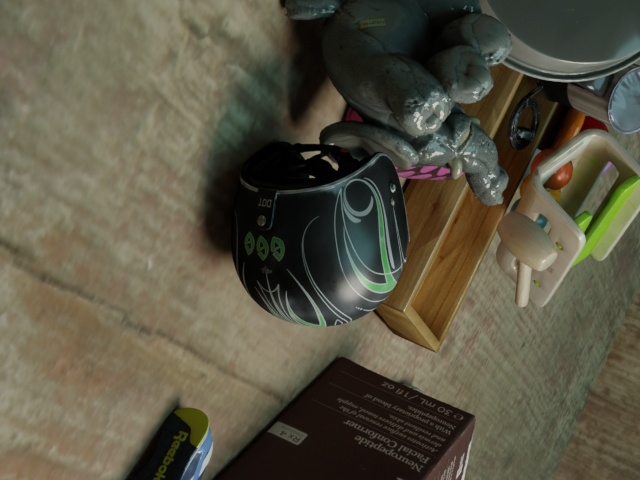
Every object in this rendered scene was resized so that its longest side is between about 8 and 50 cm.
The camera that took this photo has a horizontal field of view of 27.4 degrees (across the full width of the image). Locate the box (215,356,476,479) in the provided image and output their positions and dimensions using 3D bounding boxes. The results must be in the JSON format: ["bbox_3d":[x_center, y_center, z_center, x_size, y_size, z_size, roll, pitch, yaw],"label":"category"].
[{"bbox_3d":[0.000,0.302,1.440,0.381,0.191,0.143,-42,147,-47],"label":"box"}]

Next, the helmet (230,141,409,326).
[{"bbox_3d":[0.000,0.000,1.192,0.169,0.169,0.161,-40,129,-48],"label":"helmet"}]

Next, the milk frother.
[{"bbox_3d":[0.308,-0.159,1.568,0.129,0.135,0.143,-1,112,-32],"label":"milk frother"}]

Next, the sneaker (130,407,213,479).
[{"bbox_3d":[-0.144,0.229,1.228,0.144,0.053,0.059,-56,157,-23],"label":"sneaker"}]

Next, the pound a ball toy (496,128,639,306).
[{"bbox_3d":[0.282,-0.019,1.676,0.208,0.135,0.319,-36,164,-13],"label":"pound a ball toy"}]

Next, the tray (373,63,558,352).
[{"bbox_3d":[0.185,-0.078,1.643,0.410,0.076,0.203,-64,157,-10],"label":"tray"}]

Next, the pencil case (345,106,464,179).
[{"bbox_3d":[0.101,-0.118,1.406,0.095,0.098,0.209,-31,167,18],"label":"pencil case"}]

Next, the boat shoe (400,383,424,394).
[{"bbox_3d":[0.111,0.249,1.772,0.227,0.081,0.079,2,109,-66],"label":"boat shoe"}]

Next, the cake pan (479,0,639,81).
[{"bbox_3d":[0.269,-0.310,1.357,0.054,0.293,0.293,-141,-109,-77],"label":"cake pan"}]

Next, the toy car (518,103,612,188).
[{"bbox_3d":[0.352,-0.141,1.869,0.159,0.136,0.182,-64,157,-8],"label":"toy car"}]

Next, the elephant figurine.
[{"bbox_3d":[0.079,-0.124,1.219,0.169,0.186,0.239,-27,160,-15],"label":"elephant figurine"}]
